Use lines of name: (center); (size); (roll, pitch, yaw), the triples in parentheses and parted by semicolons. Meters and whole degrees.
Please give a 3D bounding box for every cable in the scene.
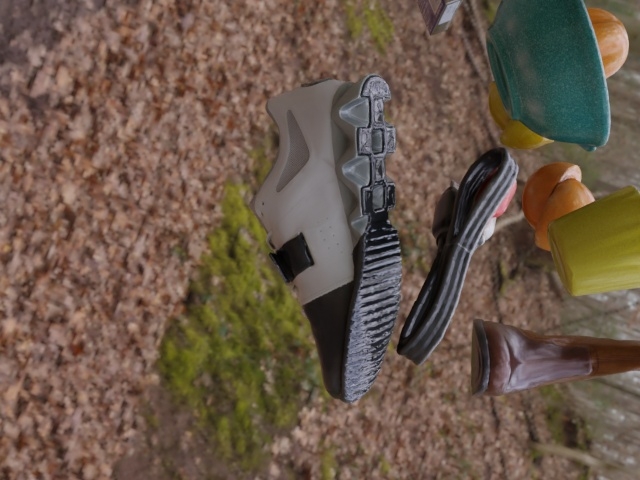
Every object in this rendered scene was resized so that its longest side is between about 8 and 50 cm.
cable: (0.151, 0.009, 0.913); (0.139, 0.072, 0.287); (-46, -165, 35)

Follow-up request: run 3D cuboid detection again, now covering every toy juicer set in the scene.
toy juicer set: (0.166, -0.133, 0.662); (0.209, 0.090, 0.328); (-68, 140, -80)

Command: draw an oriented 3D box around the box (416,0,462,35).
box: (0.143, -0.428, 1.347); (0.136, 0.037, 0.225); (110, -42, -84)

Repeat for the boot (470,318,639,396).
boot: (0.330, 0.153, 1.124); (0.264, 0.281, 0.096); (36, 56, -70)

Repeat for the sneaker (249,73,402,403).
sneaker: (0.000, 0.000, 0.954); (0.122, 0.146, 0.330); (-1, 91, -64)
